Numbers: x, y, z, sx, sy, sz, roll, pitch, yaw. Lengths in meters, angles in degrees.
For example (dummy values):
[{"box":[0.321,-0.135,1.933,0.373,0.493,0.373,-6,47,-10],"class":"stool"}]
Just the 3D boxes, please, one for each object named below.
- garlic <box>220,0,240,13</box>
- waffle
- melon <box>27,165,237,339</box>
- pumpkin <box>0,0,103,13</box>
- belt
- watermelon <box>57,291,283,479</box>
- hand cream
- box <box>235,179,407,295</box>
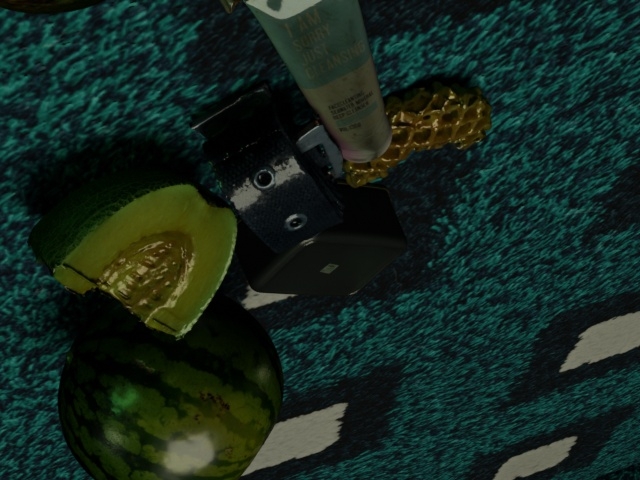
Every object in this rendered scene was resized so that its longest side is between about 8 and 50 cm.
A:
[{"box":[0.022,-0.287,1.189,0.267,0.148,0.128,-17,118,-1],"class":"garlic"},{"box":[0.111,-0.123,1.614,0.194,0.051,0.149,-26,153,5],"class":"waffle"},{"box":[-0.202,-0.016,1.504,0.169,0.129,0.265,-49,147,2],"class":"melon"},{"box":[-0.160,-0.258,1.078,0.163,0.111,0.278,-4,148,-42],"class":"pumpkin"},{"box":[-0.036,-0.074,1.507,0.128,0.122,0.218,-28,153,5],"class":"belt"},{"box":[-0.184,0.189,1.708,0.285,0.285,0.285,-18,154,-9],"class":"watermelon"},{"box":[0.015,-0.183,1.406,0.111,0.070,0.312,-25,152,3],"class":"hand cream"},{"box":[0.000,0.000,1.714,0.201,0.090,0.144,6,141,-44],"class":"box"}]
